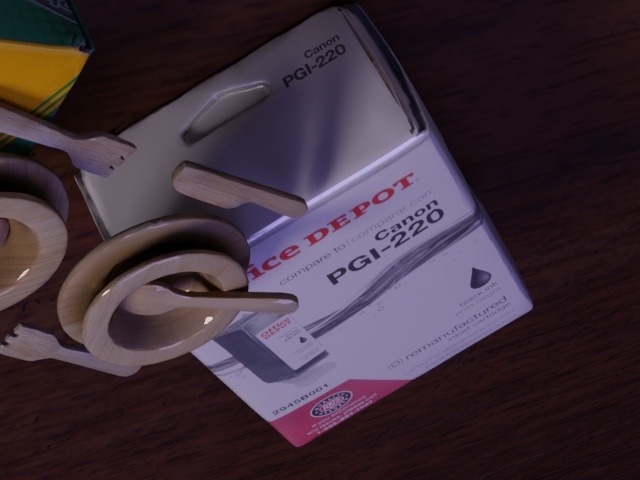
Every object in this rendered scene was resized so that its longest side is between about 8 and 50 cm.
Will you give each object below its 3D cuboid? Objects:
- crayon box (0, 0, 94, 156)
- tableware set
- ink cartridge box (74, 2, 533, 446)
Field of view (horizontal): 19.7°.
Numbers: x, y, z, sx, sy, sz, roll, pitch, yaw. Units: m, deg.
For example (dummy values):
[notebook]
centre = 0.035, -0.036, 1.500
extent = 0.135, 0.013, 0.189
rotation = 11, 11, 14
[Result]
[crayon box]
centre = -0.242, -0.052, 0.655
extent = 0.278, 0.081, 0.165
rotation = 3, 138, -42
[tableware set]
centre = -0.100, 0.018, 0.749
extent = 0.128, 0.039, 0.194
rotation = -43, 145, 24
[ink cartridge box]
centre = 0.000, 0.000, 0.925
extent = 0.158, 0.092, 0.218
rotation = -31, 148, 5
